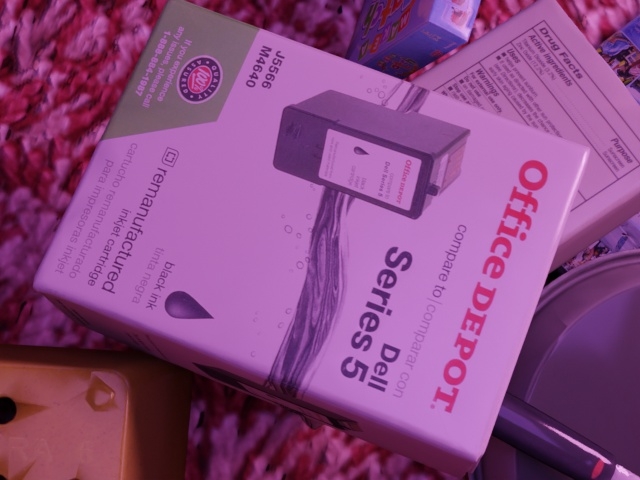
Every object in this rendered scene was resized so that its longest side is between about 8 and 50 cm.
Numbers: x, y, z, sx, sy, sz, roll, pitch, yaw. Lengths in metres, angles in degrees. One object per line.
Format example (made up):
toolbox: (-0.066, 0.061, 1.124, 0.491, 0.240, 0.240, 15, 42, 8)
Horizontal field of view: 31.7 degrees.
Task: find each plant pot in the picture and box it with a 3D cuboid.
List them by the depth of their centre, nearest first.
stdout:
plant pot: (-0.193, 0.161, 0.714, 0.212, 0.187, 0.212, 4, 77, -6)

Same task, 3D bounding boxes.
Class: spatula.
spatula: (0.211, 0.167, 0.759, 0.296, 0.030, 0.084, 31, 84, -7)

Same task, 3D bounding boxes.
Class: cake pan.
cake pan: (0.253, 0.151, 0.809, 0.293, 0.054, 0.293, 0, 89, -9)

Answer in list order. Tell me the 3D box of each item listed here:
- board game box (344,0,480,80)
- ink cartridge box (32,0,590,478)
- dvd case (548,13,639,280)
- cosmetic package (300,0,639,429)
board game box: (0.089, -0.226, 0.855, 0.039, 0.160, 0.212, 23, 74, -18)
ink cartridge box: (0.000, 0.000, 0.686, 0.272, 0.115, 0.198, 20, 76, 8)
dvd case: (0.254, -0.069, 0.895, 0.253, 0.022, 0.180, -37, 74, -14)
cosmetic package: (0.077, -0.018, 0.806, 0.309, 0.113, 0.160, -32, 75, -8)
